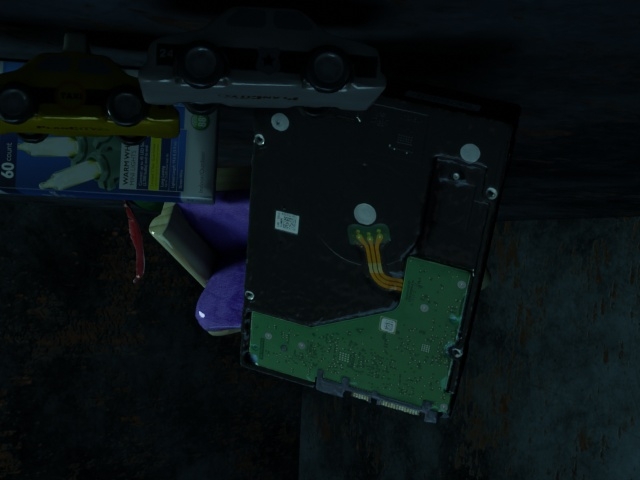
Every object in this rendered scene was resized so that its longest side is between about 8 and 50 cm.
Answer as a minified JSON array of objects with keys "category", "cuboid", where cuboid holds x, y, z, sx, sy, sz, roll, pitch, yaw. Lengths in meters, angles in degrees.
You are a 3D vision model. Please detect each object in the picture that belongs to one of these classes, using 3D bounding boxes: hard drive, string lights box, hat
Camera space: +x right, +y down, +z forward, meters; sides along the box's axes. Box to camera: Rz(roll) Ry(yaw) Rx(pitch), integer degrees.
[{"category":"hard drive","cuboid":[0.046,0.007,0.870,0.236,0.339,0.064,14,-150,14]},{"category":"string lights box","cuboid":[-0.238,-0.111,0.937,0.259,0.134,0.077,2,178,-5]},{"category":"hat","cuboid":[-0.226,-0.049,1.236,0.172,0.184,0.208,-21,-177,-3]}]

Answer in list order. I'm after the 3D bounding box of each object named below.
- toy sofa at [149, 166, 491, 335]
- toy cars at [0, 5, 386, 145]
[{"category":"toy sofa","cuboid":[0.000,0.000,1.001,0.362,0.177,0.150,-1,150,22]},{"category":"toy cars","cuboid":[-0.133,-0.143,0.748,0.393,0.087,0.176,-3,175,32]}]
